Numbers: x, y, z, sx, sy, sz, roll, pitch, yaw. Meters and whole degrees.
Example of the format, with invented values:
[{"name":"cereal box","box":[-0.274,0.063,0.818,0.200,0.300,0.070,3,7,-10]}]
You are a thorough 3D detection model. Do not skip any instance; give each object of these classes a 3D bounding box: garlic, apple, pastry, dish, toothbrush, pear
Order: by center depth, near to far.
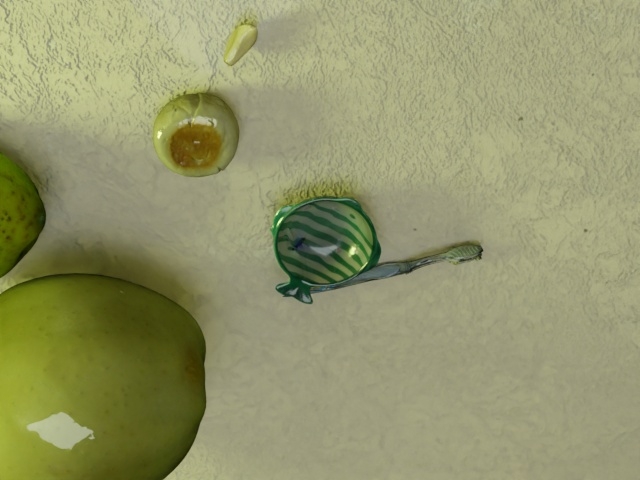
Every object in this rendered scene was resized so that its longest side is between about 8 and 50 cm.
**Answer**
[{"name":"garlic","box":[-0.137,-0.337,1.700,0.041,0.053,0.083,31,107,-19]},{"name":"pear","box":[-0.645,-0.032,1.756,0.318,0.238,0.342,0,122,6]},{"name":"pastry","box":[-0.222,-0.188,1.767,0.156,0.092,0.156,0,123,0]},{"name":"apple","box":[-0.437,0.283,1.852,0.473,0.474,0.474,-2,122,-3]},{"name":"dish","box":[0.000,0.000,1.905,0.224,0.078,0.246,24,117,-17]},{"name":"toothbrush","box":[0.121,0.064,1.978,0.413,0.035,0.042,-11,149,4]}]
